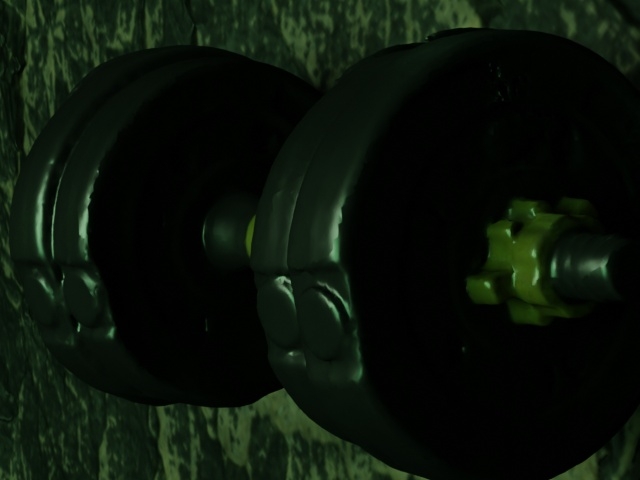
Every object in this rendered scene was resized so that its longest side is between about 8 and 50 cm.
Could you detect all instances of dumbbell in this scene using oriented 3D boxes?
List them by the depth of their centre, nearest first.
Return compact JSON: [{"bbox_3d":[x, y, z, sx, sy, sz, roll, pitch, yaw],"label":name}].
[{"bbox_3d":[0.000,0.000,0.791,0.388,0.185,0.185,5,98,55],"label":"dumbbell"}]
